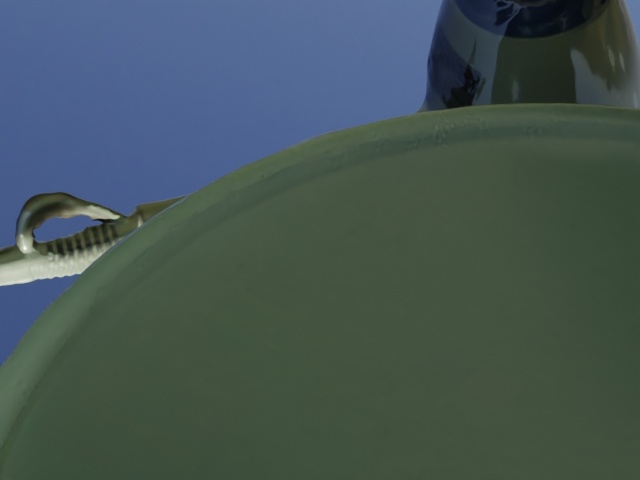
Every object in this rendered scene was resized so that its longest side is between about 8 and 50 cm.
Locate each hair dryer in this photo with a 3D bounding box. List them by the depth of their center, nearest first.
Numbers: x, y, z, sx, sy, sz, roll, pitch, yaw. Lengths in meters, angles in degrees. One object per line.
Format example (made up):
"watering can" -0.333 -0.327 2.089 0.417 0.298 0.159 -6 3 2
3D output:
"hair dryer" 0.014 0.008 0.554 0.167 0.199 0.067 59 -177 -47

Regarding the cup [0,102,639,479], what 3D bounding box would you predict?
"cup" 0.083 0.210 0.465 0.401 0.392 0.310 27 -126 19
